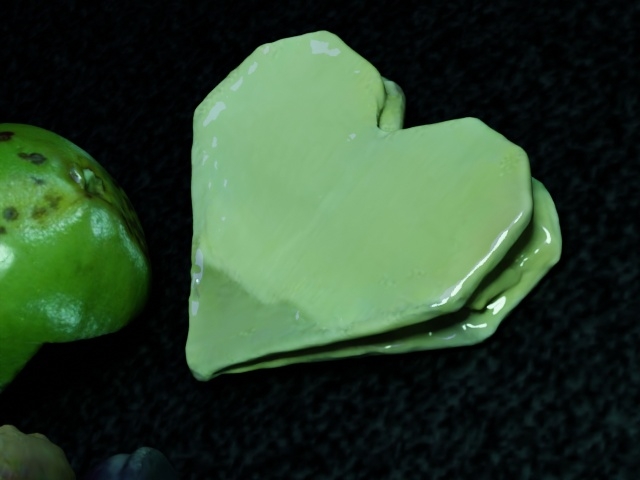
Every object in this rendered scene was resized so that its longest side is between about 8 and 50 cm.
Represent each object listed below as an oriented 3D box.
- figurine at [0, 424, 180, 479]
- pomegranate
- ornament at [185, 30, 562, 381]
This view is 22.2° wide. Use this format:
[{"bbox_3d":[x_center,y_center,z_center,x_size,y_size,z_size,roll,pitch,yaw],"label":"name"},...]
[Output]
[{"bbox_3d":[-0.208,0.193,0.681,0.332,0.185,0.204,-10,27,26],"label":"figurine"},{"bbox_3d":[-0.179,0.010,0.840,0.169,0.122,0.143,-20,51,16],"label":"pomegranate"},{"bbox_3d":[0.000,0.000,0.789,0.180,0.059,0.201,-48,48,-6],"label":"ornament"}]
